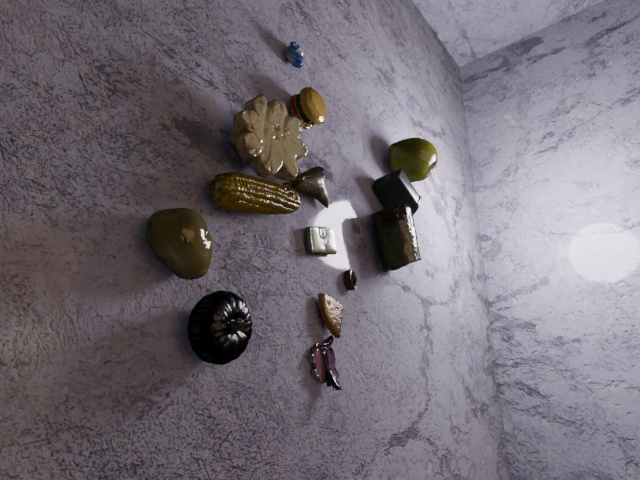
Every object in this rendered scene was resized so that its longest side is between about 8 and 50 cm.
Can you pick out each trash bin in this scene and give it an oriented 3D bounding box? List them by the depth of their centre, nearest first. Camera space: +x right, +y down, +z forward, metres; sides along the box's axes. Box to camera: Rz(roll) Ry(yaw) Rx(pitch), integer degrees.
[{"bbox_3d":[0.384,-0.217,2.102,0.236,0.177,0.101,52,43,-22],"label":"trash bin"}]

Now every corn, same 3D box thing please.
[{"bbox_3d":[-0.203,-0.141,1.365,0.363,0.120,0.120,7,72,-51],"label":"corn"}]

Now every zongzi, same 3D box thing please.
[{"bbox_3d":[-0.040,-0.176,1.630,0.189,0.081,0.178,-35,116,-46],"label":"zongzi"}]

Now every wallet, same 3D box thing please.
[{"bbox_3d":[0.000,0.000,1.641,0.155,0.039,0.110,5,78,-51],"label":"wallet"}]

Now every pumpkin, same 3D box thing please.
[{"bbox_3d":[-0.266,0.232,1.141,0.194,0.150,0.194,15,90,-75],"label":"pumpkin"}]

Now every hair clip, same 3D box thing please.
[{"bbox_3d":[0.021,0.443,1.511,0.146,0.056,0.187,-1,67,-56],"label":"hair clip"}]

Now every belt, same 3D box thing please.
[{"bbox_3d":[0.123,0.162,1.748,0.059,0.036,0.083,6,74,-58],"label":"belt"}]

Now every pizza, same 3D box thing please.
[{"bbox_3d":[0.042,0.267,1.596,0.178,0.041,0.131,62,33,-11],"label":"pizza"}]

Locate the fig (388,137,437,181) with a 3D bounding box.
[{"bbox_3d":[0.476,-0.439,2.250,0.271,0.239,0.239,26,57,-28],"label":"fig"}]

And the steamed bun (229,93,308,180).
[{"bbox_3d":[-0.176,-0.329,1.434,0.292,0.137,0.295,56,48,-23],"label":"steamed bun"}]

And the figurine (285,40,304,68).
[{"bbox_3d":[-0.097,-0.754,1.743,0.114,0.079,0.114,59,-6,10],"label":"figurine"}]

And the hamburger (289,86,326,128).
[{"bbox_3d":[-0.050,-0.526,1.695,0.162,0.115,0.162,25,57,-48],"label":"hamburger"}]

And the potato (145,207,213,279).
[{"bbox_3d":[-0.359,0.011,1.104,0.157,0.157,0.193,-35,119,-51],"label":"potato"}]

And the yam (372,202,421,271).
[{"bbox_3d":[0.357,-0.015,1.986,0.195,0.195,0.300,-6,83,-53],"label":"yam"}]
